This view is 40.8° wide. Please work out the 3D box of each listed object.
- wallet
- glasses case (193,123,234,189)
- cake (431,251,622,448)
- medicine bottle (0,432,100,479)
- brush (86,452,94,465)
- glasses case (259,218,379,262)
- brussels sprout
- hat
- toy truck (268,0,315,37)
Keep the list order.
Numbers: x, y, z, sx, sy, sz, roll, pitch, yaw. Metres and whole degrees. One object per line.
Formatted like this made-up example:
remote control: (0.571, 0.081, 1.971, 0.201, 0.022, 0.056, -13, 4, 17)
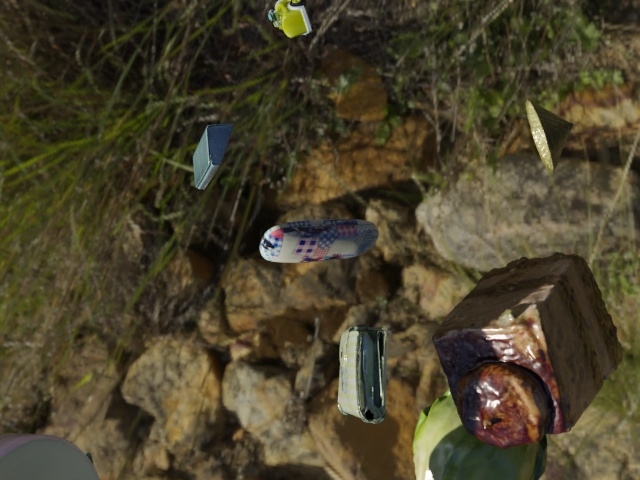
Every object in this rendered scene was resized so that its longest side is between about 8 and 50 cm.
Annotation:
wallet: (0.089, 0.310, 2.025, 0.077, 0.223, 0.309, -3, 174, -9)
glasses case: (-0.254, -0.191, 1.939, 0.056, 0.105, 0.266, 21, 168, -11)
cake: (0.286, 0.163, 1.259, 0.196, 0.293, 0.198, -12, 104, 42)
medicine bottle: (-0.458, 0.385, 1.148, 0.241, 0.252, 0.252, -7, 139, 30)
brush: (-0.357, 0.404, 1.338, 0.032, 0.193, 0.043, 2, 119, -26)
glasses case: (0.000, 0.000, 2.250, 0.327, 0.076, 0.125, -4, 146, -25)
brussels sprout: (0.279, 0.386, 1.538, 0.227, 0.294, 0.259, 12, 149, 37)
hat: (0.433, -0.201, 1.582, 0.067, 0.146, 0.146, -19, 136, 7)
toy truck: (-0.062, -0.450, 1.718, 0.077, 0.111, 0.076, -24, 129, -2)
